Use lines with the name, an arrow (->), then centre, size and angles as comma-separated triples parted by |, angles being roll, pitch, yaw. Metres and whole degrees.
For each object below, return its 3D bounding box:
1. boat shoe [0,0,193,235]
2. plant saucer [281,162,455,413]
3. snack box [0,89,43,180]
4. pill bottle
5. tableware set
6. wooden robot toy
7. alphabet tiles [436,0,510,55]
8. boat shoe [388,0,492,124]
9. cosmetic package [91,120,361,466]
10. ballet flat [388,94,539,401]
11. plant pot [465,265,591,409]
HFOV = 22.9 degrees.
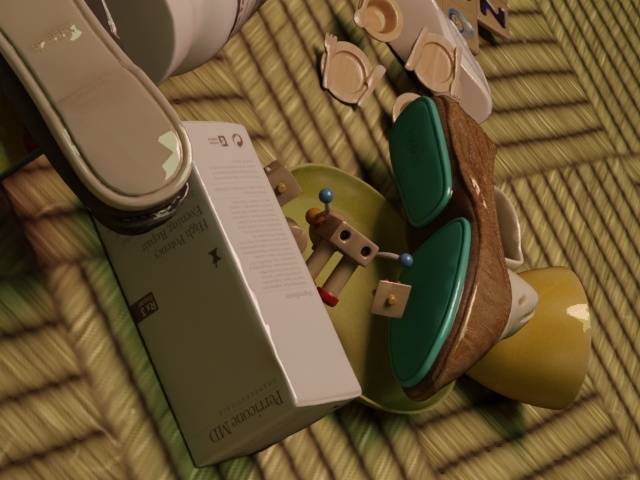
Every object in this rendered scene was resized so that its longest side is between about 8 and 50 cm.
boat shoe -> -0.198, -0.148, 1.097 | 0.112, 0.095, 0.335 | -26, 79, -21
plant saucer -> 0.027, 0.046, 1.371 | 0.241, 0.037, 0.241 | 31, 40, -31
snack box -> -0.282, -0.127, 1.098 | 0.207, 0.070, 0.174 | 52, 34, -6
pill bottle -> -0.122, -0.231, 1.300 | 0.162, 0.162, 0.278 | 49, 35, -11
tableware set -> 0.075, -0.173, 1.582 | 0.169, 0.020, 0.141 | 33, 61, -24
wooden robot toy -> 0.000, 0.000, 1.305 | 0.173, 0.076, 0.079 | 39, 2, -24
alphabet tiles -> 0.090, -0.364, 1.787 | 0.342, 0.011, 0.285 | 27, 47, -33
boat shoe -> 0.125, -0.206, 1.678 | 0.184, 0.066, 0.063 | 49, 21, -7
cosmetic package -> -0.075, 0.039, 1.181 | 0.085, 0.117, 0.231 | -4, 65, -52
ballet flat -> 0.128, 0.013, 1.391 | 0.124, 0.116, 0.342 | 27, 37, -25
plant pot -> 0.176, 0.088, 1.459 | 0.095, 0.134, 0.134 | 4, 56, -17
